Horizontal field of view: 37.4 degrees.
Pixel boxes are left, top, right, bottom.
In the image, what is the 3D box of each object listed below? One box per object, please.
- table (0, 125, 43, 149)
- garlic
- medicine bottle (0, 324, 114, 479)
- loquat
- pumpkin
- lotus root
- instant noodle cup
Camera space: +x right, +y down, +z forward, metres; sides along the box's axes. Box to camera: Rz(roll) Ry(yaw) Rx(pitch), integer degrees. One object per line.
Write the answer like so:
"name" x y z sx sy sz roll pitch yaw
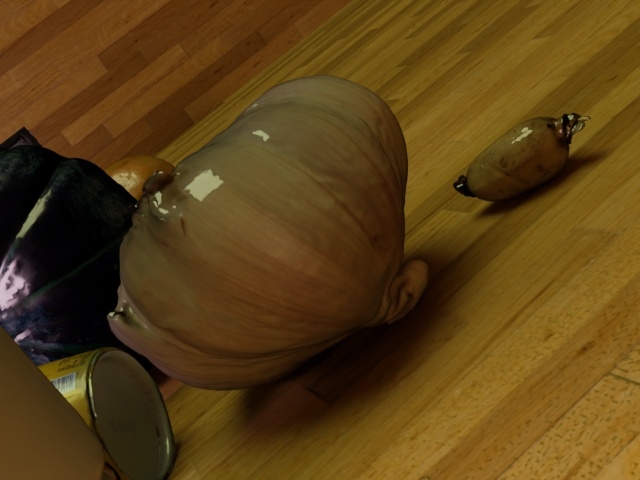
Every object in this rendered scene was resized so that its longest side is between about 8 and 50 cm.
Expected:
"table" -0.593 0.017 1.816 0.222 0.335 0.272 -25 21 35
"garlic" -0.042 0.001 0.876 0.322 0.241 0.322 -32 2 1
"medicine bottle" -0.273 0.167 0.657 0.211 0.371 0.211 -32 17 11
"loquat" -0.338 -0.063 1.785 0.187 0.176 0.234 14 48 13
"pumpkin" -0.361 0.066 1.147 0.363 0.363 0.266 -33 16 12
"lotus root" 0.199 -0.081 0.922 0.152 0.063 0.072 -34 -12 32
"instant noodle cup" -0.236 0.190 0.897 0.144 0.182 0.182 -23 19 12
